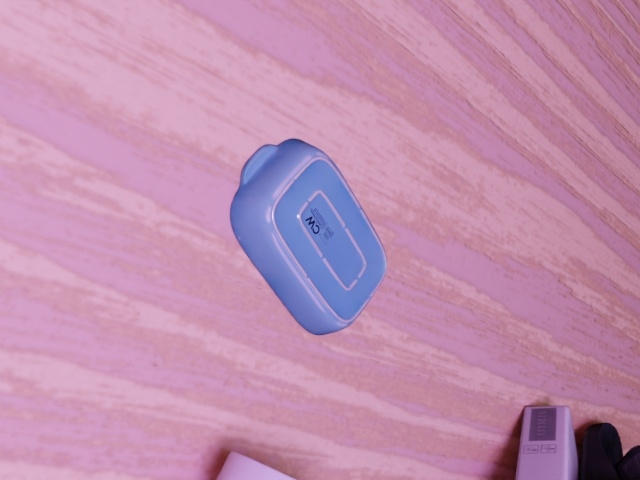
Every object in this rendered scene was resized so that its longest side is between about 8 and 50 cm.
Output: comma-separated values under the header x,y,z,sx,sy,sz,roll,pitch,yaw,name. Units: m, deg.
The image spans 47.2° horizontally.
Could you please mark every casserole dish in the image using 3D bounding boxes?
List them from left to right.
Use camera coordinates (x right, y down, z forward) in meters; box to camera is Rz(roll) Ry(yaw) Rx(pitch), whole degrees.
x,y,z,sx,sy,sz,roll,pitch,yaw,name
0.000,0.000,0.627,0.114,0.037,0.188,-52,125,-28,casserole dish

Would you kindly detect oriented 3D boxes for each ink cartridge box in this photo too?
x,y,z,sx,sy,sz,roll,pitch,yaw,name
0.264,0.358,0.817,0.275,0.060,0.239,-48,128,-63,ink cartridge box

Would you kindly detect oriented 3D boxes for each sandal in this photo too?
x,y,z,sx,sy,sz,roll,pitch,yaw,name
0.370,0.330,0.860,0.445,0.106,0.168,-4,84,-68,sandal

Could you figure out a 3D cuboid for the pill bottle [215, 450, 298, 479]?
x,y,z,sx,sy,sz,roll,pitch,yaw,name
-0.072,0.284,0.511,0.136,0.136,0.246,41,66,-38,pill bottle
